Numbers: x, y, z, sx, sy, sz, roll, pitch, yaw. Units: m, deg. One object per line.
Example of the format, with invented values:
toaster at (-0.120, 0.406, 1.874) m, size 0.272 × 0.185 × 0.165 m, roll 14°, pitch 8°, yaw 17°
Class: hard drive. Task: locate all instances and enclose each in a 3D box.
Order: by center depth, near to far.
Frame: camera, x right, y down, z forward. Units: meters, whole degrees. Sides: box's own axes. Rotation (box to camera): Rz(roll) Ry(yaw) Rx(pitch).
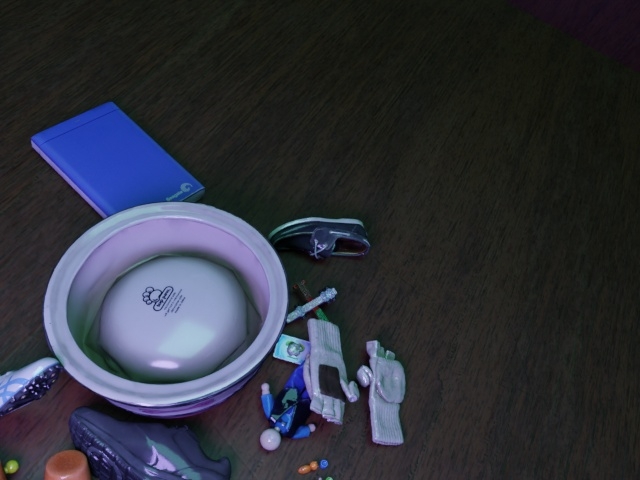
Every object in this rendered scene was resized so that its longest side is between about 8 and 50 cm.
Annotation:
hard drive at (-0.440, -0.160, 1.336) m, size 0.318 × 0.040 × 0.210 m, roll 42°, pitch 53°, yaw 13°

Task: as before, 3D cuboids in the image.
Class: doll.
doll at (-0.054, 0.302, 1.130) m, size 0.129 × 0.046 × 0.189 m, roll 37°, pitch 58°, yaw -3°

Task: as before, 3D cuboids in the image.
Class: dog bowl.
dog bowl at (-0.262, 0.129, 1.089) m, size 0.407 × 0.150 × 0.408 m, roll 4°, pitch 53°, yaw -5°

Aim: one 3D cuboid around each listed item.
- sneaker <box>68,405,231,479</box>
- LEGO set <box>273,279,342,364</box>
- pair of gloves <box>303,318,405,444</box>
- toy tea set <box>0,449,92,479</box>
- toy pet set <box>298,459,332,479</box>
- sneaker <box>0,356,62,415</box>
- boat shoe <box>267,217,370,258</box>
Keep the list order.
sneaker at (-0.276, 0.349, 0.999) m, size 0.286 × 0.109 × 0.130 m, roll 34°, pitch 42°, yaw -2°
LEGO set at (-0.064, 0.161, 1.246) m, size 0.244 × 0.060 × 0.183 m, roll 17°, pitch 64°, yaw -5°
pair of gloves at (0.073, 0.266, 1.162) m, size 0.240 × 0.042 × 0.204 m, roll 27°, pitch 47°, yaw -26°
toy tea set at (-0.501, 0.409, 0.883) m, size 0.335 × 0.124 × 0.200 m, roll 2°, pitch 25°, yaw -14°
toy pet set at (-0.015, 0.436, 1.035) m, size 0.114 × 0.065 × 0.122 m, roll -7°, pitch 57°, yaw -23°
sneaker at (-0.497, 0.233, 0.932) m, size 0.086 × 0.237 × 0.085 m, roll 61°, pitch 15°, yaw 9°
boat shoe at (0.000, 0.000, 1.345) m, size 0.232 × 0.084 × 0.079 m, roll -1°, pitch 55°, yaw -23°
